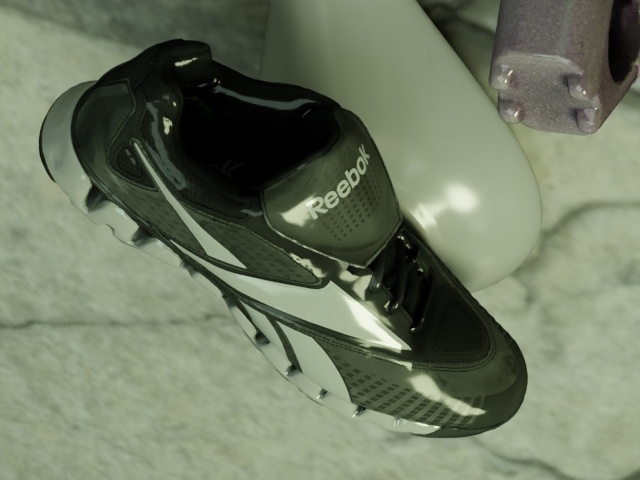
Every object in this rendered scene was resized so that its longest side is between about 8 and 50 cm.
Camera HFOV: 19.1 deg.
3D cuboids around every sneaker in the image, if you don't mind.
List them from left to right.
[{"bbox_3d":[0.000,0.000,0.768,0.234,0.078,0.106,36,147,-11],"label":"sneaker"}]

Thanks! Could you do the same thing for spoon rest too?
[{"bbox_3d":[0.006,-0.074,0.811,0.137,0.084,0.276,0,139,33],"label":"spoon rest"}]

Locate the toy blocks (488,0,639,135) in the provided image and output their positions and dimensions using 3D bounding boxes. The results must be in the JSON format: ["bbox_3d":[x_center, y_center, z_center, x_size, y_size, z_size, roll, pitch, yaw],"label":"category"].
[{"bbox_3d":[0.145,-0.063,0.538,0.309,0.260,0.288,9,151,26],"label":"toy blocks"}]
